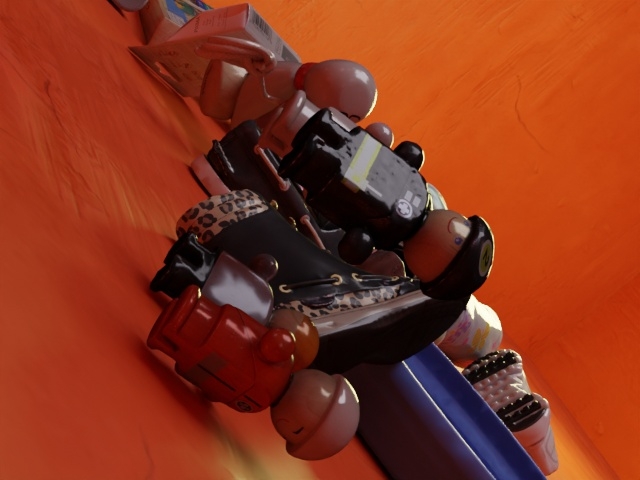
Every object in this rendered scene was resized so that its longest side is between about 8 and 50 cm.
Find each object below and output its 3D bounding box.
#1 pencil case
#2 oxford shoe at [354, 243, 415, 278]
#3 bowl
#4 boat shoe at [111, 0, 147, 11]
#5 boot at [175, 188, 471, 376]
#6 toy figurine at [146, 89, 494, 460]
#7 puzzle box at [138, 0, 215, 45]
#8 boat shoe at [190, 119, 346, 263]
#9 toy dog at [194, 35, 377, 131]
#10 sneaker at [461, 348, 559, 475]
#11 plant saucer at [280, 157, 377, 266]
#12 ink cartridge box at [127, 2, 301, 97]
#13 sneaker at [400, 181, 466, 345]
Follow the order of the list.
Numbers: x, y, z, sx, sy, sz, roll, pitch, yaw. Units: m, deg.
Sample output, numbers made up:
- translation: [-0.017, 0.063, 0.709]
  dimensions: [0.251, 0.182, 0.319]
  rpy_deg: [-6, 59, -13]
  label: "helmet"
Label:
- translation: [0.206, 0.127, 2.194]
  dimensions: [0.124, 0.113, 0.273]
  rpy_deg: [31, -2, 23]
  label: "pencil case"
- translation: [0.094, 0.058, 1.872]
  dimensions: [0.097, 0.098, 0.271]
  rpy_deg: [49, 6, 5]
  label: "oxford shoe"
- translation: [0.132, 0.207, 1.361]
  dimensions: [0.391, 0.077, 0.391]
  rpy_deg: [48, 7, -8]
  label: "bowl"
- translation: [-0.329, -0.418, 1.935]
  dimensions: [0.226, 0.083, 0.076]
  rpy_deg: [59, -11, -29]
  label: "boat shoe"
- translation: [0.006, 0.025, 1.182]
  dimensions: [0.236, 0.085, 0.178]
  rpy_deg: [-12, 51, -43]
  label: "boot"
- translation: [-0.003, 0.019, 0.915]
  dimensions: [0.148, 0.213, 0.209]
  rpy_deg: [36, 5, -13]
  label: "toy figurine"
- translation: [-0.151, -0.299, 2.141]
  dimensions: [0.272, 0.052, 0.409]
  rpy_deg: [29, 13, -19]
  label: "puzzle box"
- translation: [-0.015, -0.008, 1.541]
  dimensions: [0.302, 0.091, 0.114]
  rpy_deg: [46, 8, -31]
  label: "boat shoe"
- translation: [-0.045, -0.135, 1.631]
  dimensions: [0.220, 0.160, 0.333]
  rpy_deg: [9, 2, -2]
  label: "toy dog"
- translation: [0.290, 0.262, 2.098]
  dimensions: [0.118, 0.110, 0.292]
  rpy_deg: [62, 4, -21]
  label: "sneaker"
- translation: [0.010, -0.069, 2.126]
  dimensions: [0.332, 0.084, 0.332]
  rpy_deg: [49, 7, -8]
  label: "plant saucer"
- translation: [-0.135, -0.243, 1.780]
  dimensions: [0.145, 0.179, 0.045]
  rpy_deg: [40, 53, -54]
  label: "ink cartridge box"
- translation: [0.163, 0.020, 2.001]
  dimensions: [0.151, 0.094, 0.255]
  rpy_deg: [105, -17, -74]
  label: "sneaker"
